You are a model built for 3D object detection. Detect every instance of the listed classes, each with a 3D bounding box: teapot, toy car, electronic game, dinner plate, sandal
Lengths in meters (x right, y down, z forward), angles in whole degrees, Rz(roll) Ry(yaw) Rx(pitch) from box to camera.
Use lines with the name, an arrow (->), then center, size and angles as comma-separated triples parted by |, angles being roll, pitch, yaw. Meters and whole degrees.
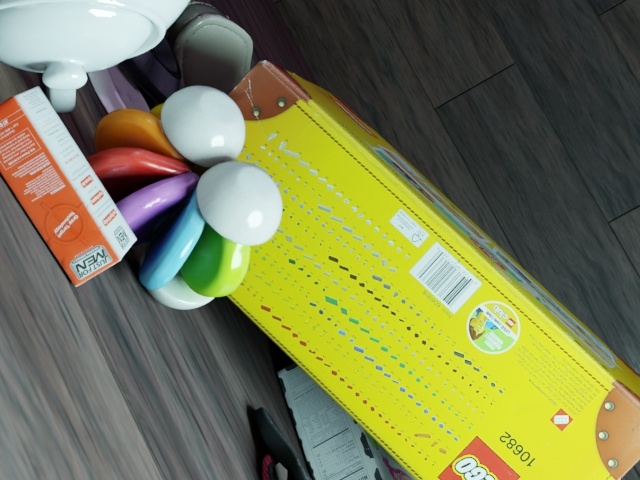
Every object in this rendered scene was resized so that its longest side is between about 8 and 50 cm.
teapot -> -0.198, -0.206, 0.962 | 0.256, 0.252, 0.187 | 10, 75, -59
toy car -> -0.131, -0.032, 1.039 | 0.136, 0.159, 0.182 | -8, 64, -43
electronic game -> -0.228, -0.253, 1.430 | 0.229, 0.048, 0.229 | 59, 7, -11
dinner plate -> -0.206, -0.148, 1.328 | 0.141, 0.017, 0.141 | 57, 10, -16
sandal -> -0.030, 0.214, 1.114 | 0.067, 0.040, 0.179 | 62, -8, -32

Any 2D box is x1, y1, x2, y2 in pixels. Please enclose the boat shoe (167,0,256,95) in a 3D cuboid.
boat shoe -> -0.147, -0.251, 1.701 | 0.097, 0.116, 0.324 | 58, 3, 17

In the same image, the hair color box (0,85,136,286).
hair color box -> -0.197, -0.042, 0.933 | 0.141, 0.043, 0.072 | 58, 9, -10

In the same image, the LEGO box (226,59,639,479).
LEGO box -> 0.096, 0.063, 1.294 | 0.500, 0.193, 0.372 | 43, 8, 9

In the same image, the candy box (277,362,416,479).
candy box -> 0.043, 0.235, 1.330 | 0.165, 0.070, 0.196 | 50, 12, -47
